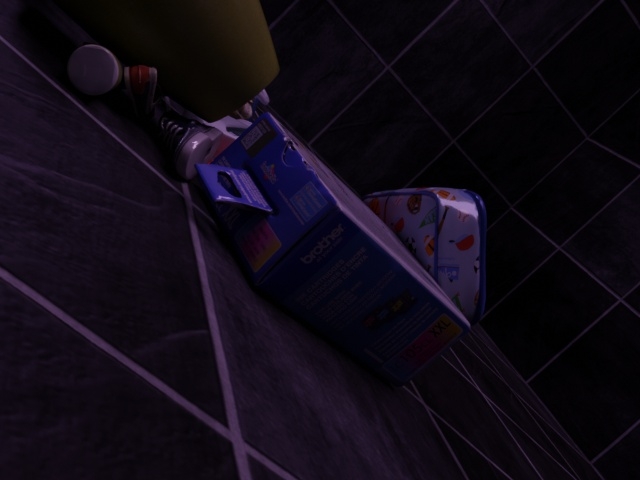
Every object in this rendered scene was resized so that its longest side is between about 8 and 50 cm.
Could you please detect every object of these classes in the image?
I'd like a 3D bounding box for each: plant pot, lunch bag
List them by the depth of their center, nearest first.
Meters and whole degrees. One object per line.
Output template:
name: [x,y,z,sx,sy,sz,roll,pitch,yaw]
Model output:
plant pot: [-0.196,-0.326,1.161,0.293,0.275,0.275,52,5,-21]
lunch bag: [0.161,0.033,1.368,0.115,0.243,0.303,-2,2,-23]

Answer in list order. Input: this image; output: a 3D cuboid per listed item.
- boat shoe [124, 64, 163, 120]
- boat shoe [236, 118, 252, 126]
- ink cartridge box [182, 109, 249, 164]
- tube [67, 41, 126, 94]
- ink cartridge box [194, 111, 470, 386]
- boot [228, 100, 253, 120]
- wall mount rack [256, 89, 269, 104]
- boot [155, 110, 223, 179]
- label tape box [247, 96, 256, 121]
boat shoe: [-0.240,-0.203,1.122,0.137,0.043,0.049,105,-22,-75]
boat shoe: [-0.121,-0.157,1.530,0.226,0.083,0.076,51,8,26]
ink cartridge box: [-0.090,-0.118,1.345,0.275,0.060,0.239,24,17,-29]
tube: [-0.296,-0.234,1.088,0.240,0.062,0.070,-129,-143,-74]
ink cartridge box: [0.000,0.000,1.115,0.395,0.151,0.270,42,8,-40]
boot: [-0.193,-0.321,1.663,0.262,0.095,0.203,3,-29,40]
wall mount rack: [-0.237,-0.359,1.383,0.350,0.130,0.304,59,9,10]
boot: [-0.199,-0.138,1.138,0.086,0.069,0.190,25,12,-2]
label tape box: [-0.222,-0.356,1.949,0.334,0.106,0.240,45,8,-10]
